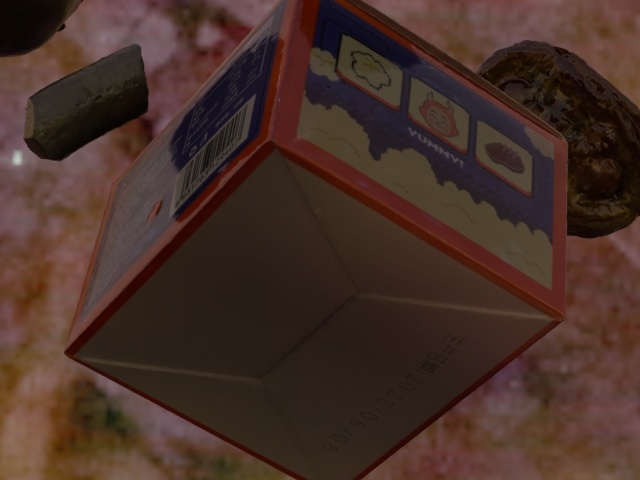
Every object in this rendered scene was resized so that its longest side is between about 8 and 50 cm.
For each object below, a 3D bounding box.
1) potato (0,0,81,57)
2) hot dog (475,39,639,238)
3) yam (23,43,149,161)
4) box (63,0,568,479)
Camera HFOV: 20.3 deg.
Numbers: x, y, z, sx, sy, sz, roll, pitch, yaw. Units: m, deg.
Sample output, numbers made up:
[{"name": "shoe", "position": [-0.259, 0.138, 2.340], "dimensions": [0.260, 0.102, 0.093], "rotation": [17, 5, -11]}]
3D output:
[{"name": "potato", "position": [-0.411, -0.343, 1.972], "dimensions": [0.221, 0.326, 0.243], "rotation": [-27, 12, 48]}, {"name": "hot dog", "position": [0.283, -0.119, 2.151], "dimensions": [0.272, 0.196, 0.122], "rotation": [44, 15, 27]}, {"name": "yam", "position": [-0.218, -0.127, 1.674], "dimensions": [0.146, 0.069, 0.070], "rotation": [-31, 4, -23]}, {"name": "box", "position": [0.000, 0.000, 1.649], "dimensions": [0.318, 0.257, 0.349], "rotation": [29, -49, -20]}]
